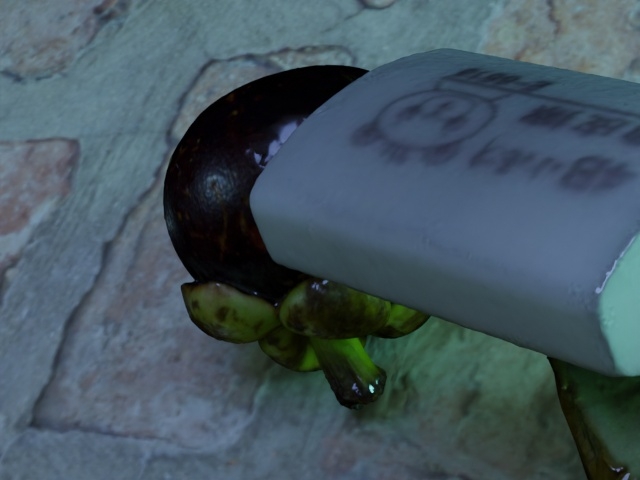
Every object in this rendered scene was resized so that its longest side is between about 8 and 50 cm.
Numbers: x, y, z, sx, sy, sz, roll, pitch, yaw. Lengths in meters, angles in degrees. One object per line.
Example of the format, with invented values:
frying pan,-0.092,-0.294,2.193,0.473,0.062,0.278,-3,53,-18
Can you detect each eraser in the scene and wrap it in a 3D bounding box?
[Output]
eraser,0.109,-0.023,1.041,0.174,0.094,0.270,-37,33,-26

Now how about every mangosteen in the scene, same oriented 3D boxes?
mangosteen,0.000,0.000,1.254,0.192,0.192,0.217,-13,71,10

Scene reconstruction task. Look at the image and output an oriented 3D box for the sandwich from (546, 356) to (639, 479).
sandwich,0.219,0.109,1.047,0.155,0.198,0.227,-20,33,6
